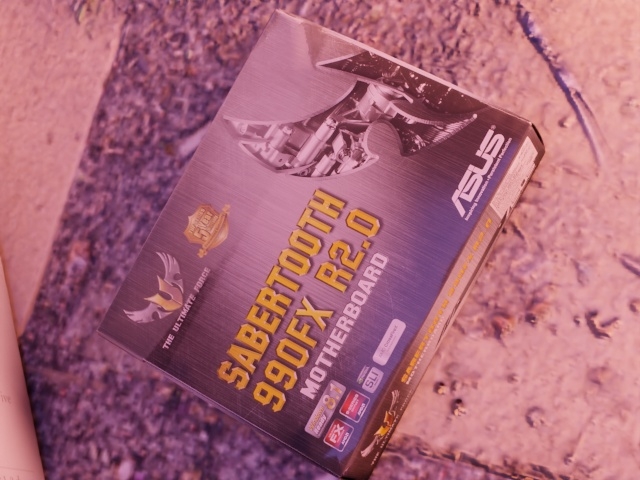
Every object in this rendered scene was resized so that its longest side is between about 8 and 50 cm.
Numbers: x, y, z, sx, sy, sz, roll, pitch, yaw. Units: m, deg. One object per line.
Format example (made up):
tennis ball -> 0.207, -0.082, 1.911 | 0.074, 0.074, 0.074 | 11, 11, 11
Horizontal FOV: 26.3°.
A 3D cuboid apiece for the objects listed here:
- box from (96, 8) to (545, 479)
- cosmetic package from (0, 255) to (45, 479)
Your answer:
box -> 0.000, 0.000, 0.821 | 0.183, 0.056, 0.231 | 28, 87, 22
cosmetic package -> -0.309, 0.045, 0.821 | 0.161, 0.230, 0.453 | -20, 71, 14
